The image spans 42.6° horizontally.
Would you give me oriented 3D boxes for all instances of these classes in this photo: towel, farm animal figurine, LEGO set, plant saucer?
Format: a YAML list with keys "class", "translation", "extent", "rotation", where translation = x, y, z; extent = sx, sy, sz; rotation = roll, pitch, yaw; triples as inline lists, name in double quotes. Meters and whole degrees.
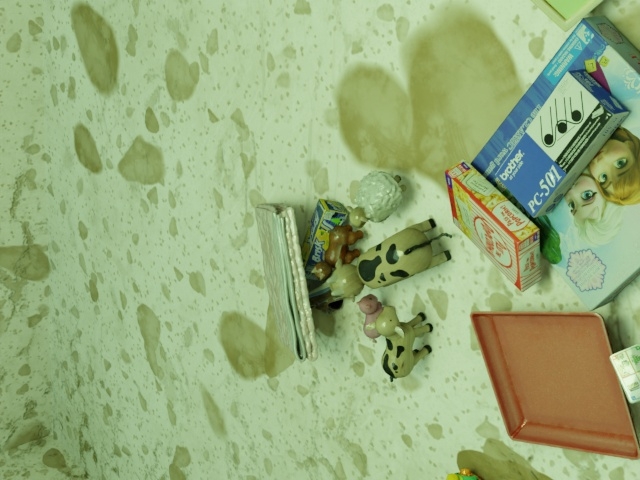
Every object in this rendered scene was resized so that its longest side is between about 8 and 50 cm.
- class: "towel"
  translation: [-0.080, 0.084, 1.801]
  extent: [0.317, 0.053, 0.332]
  rotation: [-165, 65, -78]
- class: "farm animal figurine"
  translation: [0.113, 0.081, 1.571]
  extent: [0.330, 0.172, 0.327]
  rotation: [53, 133, 17]
- class: "LEGO set"
  translation: [0.555, 0.244, 1.177]
  extent: [0.182, 0.060, 0.244]
  rotation: [-30, 65, 23]
- class: "plant saucer"
  translation: [0.396, 0.227, 1.373]
  extent: [0.258, 0.047, 0.259]
  rotation: [-5, 108, 50]

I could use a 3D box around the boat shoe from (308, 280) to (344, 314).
- class: "boat shoe"
  translation: [0.014, 0.127, 1.799]
  extent: [0.066, 0.066, 0.183]
  rotation: [60, 142, 6]

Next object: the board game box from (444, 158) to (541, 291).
- class: "board game box"
  translation: [0.288, -0.025, 1.367]
  extent: [0.193, 0.045, 0.147]
  rotation: [51, 169, 38]

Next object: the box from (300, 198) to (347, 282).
- class: "box"
  translation: [0.000, 0.000, 1.744]
  extent: [0.059, 0.054, 0.169]
  rotation: [-118, 44, -58]

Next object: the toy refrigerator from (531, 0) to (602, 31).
- class: "toy refrigerator"
  translation: [0.293, -0.430, 1.157]
  extent: [0.269, 0.094, 0.102]
  rotation: [40, 138, -10]

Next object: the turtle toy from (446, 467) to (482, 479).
- class: "turtle toy"
  translation: [0.298, 0.493, 1.588]
  extent: [0.130, 0.066, 0.095]
  rotation: [37, 151, 33]

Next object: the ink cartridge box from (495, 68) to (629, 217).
- class: "ink cartridge box"
  translation: [0.353, -0.141, 1.219]
  extent: [0.097, 0.046, 0.207]
  rotation: [54, 137, 26]

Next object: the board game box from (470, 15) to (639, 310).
- class: "board game box"
  translation: [0.418, -0.110, 1.242]
  extent: [0.318, 0.065, 0.319]
  rotation: [54, 137, 22]
